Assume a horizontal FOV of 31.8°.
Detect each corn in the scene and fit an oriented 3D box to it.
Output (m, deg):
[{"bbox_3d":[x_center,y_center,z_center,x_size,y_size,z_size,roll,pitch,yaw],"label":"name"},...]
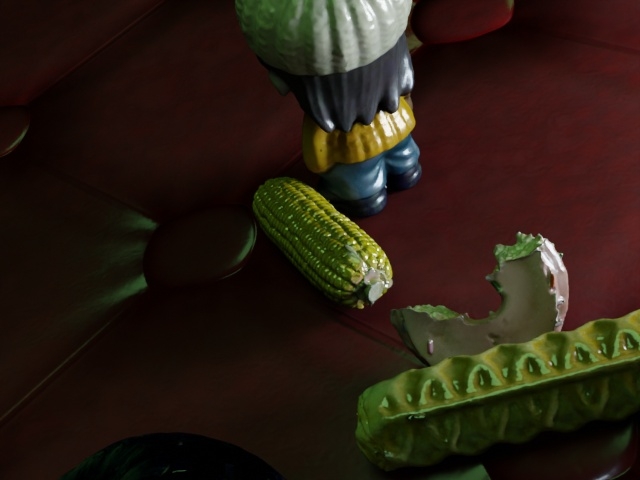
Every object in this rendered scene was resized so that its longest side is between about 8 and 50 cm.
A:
[{"bbox_3d":[0.000,0.000,1.195,0.080,0.080,0.238,-31,38,-11],"label":"corn"}]

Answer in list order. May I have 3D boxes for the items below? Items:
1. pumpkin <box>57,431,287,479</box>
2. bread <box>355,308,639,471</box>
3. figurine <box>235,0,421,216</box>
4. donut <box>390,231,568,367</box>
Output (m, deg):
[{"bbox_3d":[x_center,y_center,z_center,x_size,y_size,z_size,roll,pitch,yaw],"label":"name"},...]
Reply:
[{"bbox_3d":[-0.132,0.296,0.811,0.315,0.238,0.315,-28,19,11],"label":"pumpkin"},{"bbox_3d":[0.206,0.123,0.968,0.367,0.077,0.084,-15,51,8],"label":"bread"},{"bbox_3d":[0.032,-0.178,1.178,0.185,0.332,0.204,-38,28,-21],"label":"figurine"},{"bbox_3d":[0.159,0.073,1.031,0.166,0.117,0.065,-27,6,12],"label":"donut"}]
